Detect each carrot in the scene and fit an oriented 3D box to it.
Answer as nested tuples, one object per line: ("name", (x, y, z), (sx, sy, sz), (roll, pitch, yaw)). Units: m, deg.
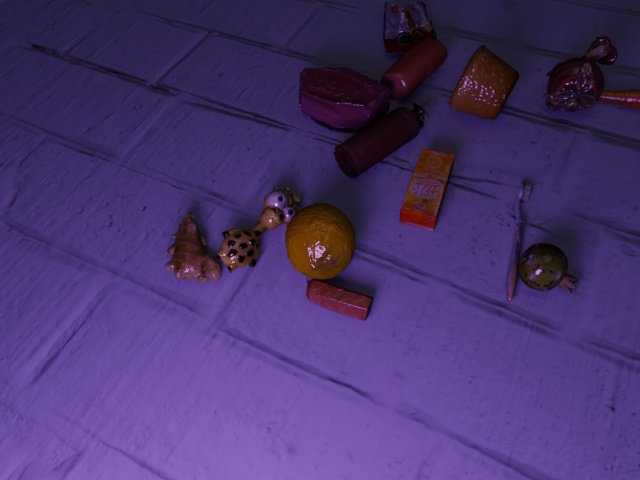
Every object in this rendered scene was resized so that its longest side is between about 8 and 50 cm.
("carrot", (0.901, -0.432, 1.491), (0.256, 0.061, 0.061), (17, 59, 18))

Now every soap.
("soap", (0.053, -0.443, 1.542), (0.289, 0.112, 0.182), (31, 61, 25))

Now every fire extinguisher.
("fire extinguisher", (0.186, -0.313, 1.452), (0.337, 0.107, 0.147), (-35, 35, -19))

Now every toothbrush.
("toothbrush", (0.495, -0.008, 1.251), (0.037, 0.028, 0.375), (18, 58, 8))

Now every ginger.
("ginger", (-0.336, 0.032, 1.266), (0.115, 0.081, 0.205), (-31, 64, 0))

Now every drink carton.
("drink carton", (0.287, -0.140, 1.334), (0.096, 0.071, 0.223), (15, 59, 14))

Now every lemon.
("lemon", (-0.001, 0.001, 1.193), (0.180, 0.181, 0.193), (19, 20, 17))

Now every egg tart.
("egg tart", (0.488, -0.456, 1.466), (0.147, 0.203, 0.203), (29, 62, 13))

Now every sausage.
("sausage", (0.036, 0.134, 1.170), (0.169, 0.065, 0.065), (17, 59, 16))
("sausage", (0.308, -0.562, 1.601), (0.113, 0.114, 0.259), (34, 66, 24))

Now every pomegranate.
("pomegranate", (0.531, 0.070, 1.153), (0.142, 0.114, 0.115), (29, 59, -6))

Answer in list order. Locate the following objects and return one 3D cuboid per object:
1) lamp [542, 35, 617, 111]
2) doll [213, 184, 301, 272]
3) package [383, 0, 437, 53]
("lamp", (0.758, -0.482, 1.462), (0.215, 0.151, 0.223), (-24, 55, 39))
("doll", (-0.153, -0.033, 1.292), (0.117, 0.086, 0.291), (50, 64, -12))
("package", (0.308, -0.754, 1.765), (0.193, 0.071, 0.270), (-9, 68, 2))
